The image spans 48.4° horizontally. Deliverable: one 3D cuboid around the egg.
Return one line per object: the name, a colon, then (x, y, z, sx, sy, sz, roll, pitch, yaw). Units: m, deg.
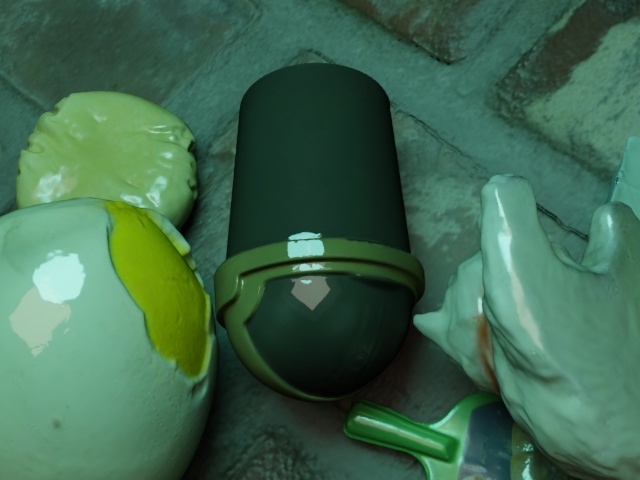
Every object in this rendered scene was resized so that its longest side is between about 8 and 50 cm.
egg: (-0.242, 0.130, 0.701, 0.283, 0.283, 0.344, -2, 95, 11)

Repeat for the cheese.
cheese: (-0.259, -0.082, 0.879, 0.226, 0.117, 0.213, 2, 67, 7)

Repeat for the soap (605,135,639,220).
soap: (0.421, 0.017, 0.693, 0.290, 0.095, 0.172, 19, 61, 17)

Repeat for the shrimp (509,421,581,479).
shrimp: (0.269, 0.180, 0.695, 0.145, 0.059, 0.254, 19, 66, 19)

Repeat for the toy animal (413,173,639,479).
toy animal: (0.246, 0.113, 0.633, 0.308, 0.188, 0.266, 6, 59, -28)

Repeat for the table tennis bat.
table tennis bat: (0.147, 0.220, 0.726, 0.257, 0.039, 0.160, 16, 69, 14)

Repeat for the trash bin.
trash bin: (0.000, 0.000, 0.743, 0.214, 0.214, 0.333, -4, 64, 10)
